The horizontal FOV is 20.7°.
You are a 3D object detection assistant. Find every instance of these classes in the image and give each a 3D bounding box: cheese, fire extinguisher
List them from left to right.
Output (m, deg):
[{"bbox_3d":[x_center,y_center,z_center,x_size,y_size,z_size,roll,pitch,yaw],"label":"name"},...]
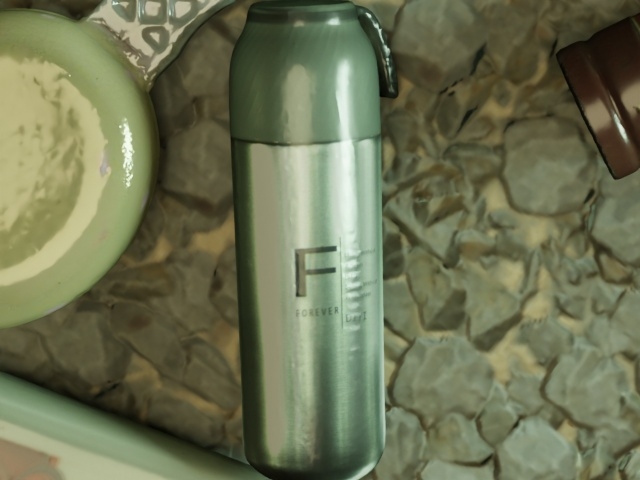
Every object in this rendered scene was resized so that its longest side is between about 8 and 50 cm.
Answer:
[{"bbox_3d":[-0.123,-0.059,0.931,0.249,0.071,0.163,-24,94,6],"label":"cheese"},{"bbox_3d":[0.238,-0.129,0.871,0.252,0.075,0.106,-26,97,12],"label":"fire extinguisher"}]

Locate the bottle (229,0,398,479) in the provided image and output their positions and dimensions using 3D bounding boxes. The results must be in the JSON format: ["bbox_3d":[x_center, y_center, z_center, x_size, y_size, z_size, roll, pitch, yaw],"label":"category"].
[{"bbox_3d":[0.000,0.000,0.929,0.096,0.079,0.253,-9,103,-30],"label":"bottle"}]

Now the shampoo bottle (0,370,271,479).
[{"bbox_3d":[-0.176,0.125,0.975,0.284,0.071,0.153,32,102,-2],"label":"shampoo bottle"}]
